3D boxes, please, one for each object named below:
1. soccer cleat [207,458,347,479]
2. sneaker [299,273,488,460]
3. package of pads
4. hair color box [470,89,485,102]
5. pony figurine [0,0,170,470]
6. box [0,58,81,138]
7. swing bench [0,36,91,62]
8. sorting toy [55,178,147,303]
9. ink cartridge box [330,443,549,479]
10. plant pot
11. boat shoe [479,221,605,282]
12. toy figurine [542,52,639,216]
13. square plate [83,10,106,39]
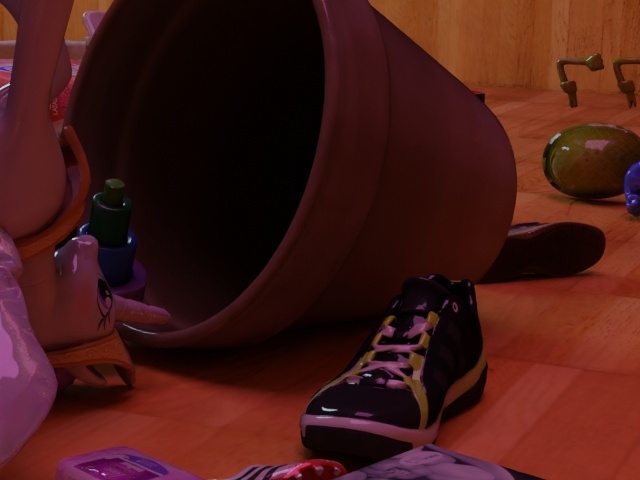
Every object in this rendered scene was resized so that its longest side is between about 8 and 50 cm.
[{"bbox_3d":[-0.024,0.135,0.884,0.083,0.029,0.035,-10,20,-30],"label":"soccer cleat"},{"bbox_3d":[0.049,0.072,1.028,0.084,0.097,0.234,5,12,19],"label":"sneaker"},{"bbox_3d":[-0.100,0.137,0.852,0.050,0.032,0.083,-7,14,-42],"label":"package of pads"},{"bbox_3d":[0.140,-0.094,1.754,0.072,0.141,0.043,-6,14,-34],"label":"hair color box"},{"bbox_3d":[-0.239,-0.009,0.938,0.302,0.364,0.351,21,37,39],"label":"pony figurine"},{"bbox_3d":[-0.325,-0.133,1.875,0.154,0.142,0.300,-5,13,-27],"label":"box"},{"bbox_3d":[-0.492,-0.238,2.340,0.253,0.165,0.254,-5,18,-31],"label":"swing bench"},{"bbox_3d":[-0.254,-0.074,1.201,0.365,0.126,0.127,34,33,33],"label":"sorting toy"},{"bbox_3d":[0.070,0.159,0.742,0.208,0.045,0.206,13,15,39],"label":"ink cartridge box"},{"bbox_3d":[-0.005,-0.056,1.258,0.280,0.323,0.323,14,0,-43],"label":"plant pot"},{"bbox_3d":[0.195,0.005,1.489,0.152,0.056,0.049,-4,18,-25],"label":"boat shoe"},{"bbox_3d":[0.413,-0.107,1.782,0.362,0.191,0.217,4,17,18],"label":"toy figurine"},{"bbox_3d":[-0.040,-0.108,1.594,0.347,0.049,0.344,1,41,-27],"label":"square plate"}]
